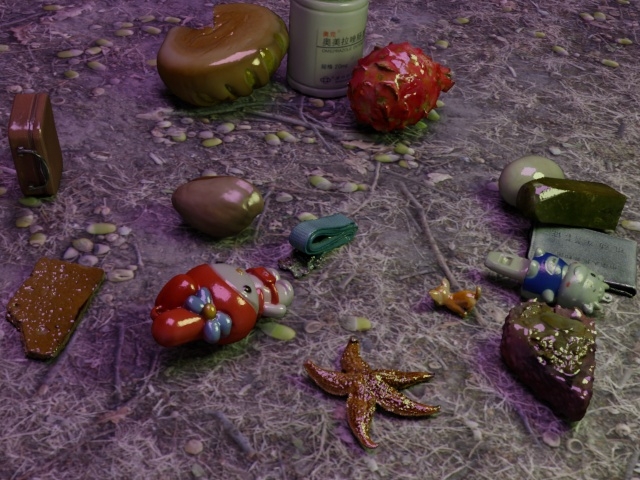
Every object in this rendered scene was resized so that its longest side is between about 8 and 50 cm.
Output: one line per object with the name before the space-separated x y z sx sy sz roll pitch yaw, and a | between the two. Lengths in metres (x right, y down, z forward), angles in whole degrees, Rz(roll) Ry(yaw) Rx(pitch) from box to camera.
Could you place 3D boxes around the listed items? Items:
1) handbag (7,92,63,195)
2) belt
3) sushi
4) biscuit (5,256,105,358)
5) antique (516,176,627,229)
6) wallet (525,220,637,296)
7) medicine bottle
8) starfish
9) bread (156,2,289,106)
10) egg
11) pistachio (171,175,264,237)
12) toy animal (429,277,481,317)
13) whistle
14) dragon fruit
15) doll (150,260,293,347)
handbag | -0.570 -0.187 1.915 0.072 0.193 0.151 0 42 -5
belt | 0.004 0.002 1.856 0.065 0.100 0.179 31 29 30
sushi | 0.383 0.193 1.623 0.161 0.107 0.241 10 38 12
biscuit | -0.477 0.117 1.672 0.131 0.026 0.237 9 39 7
antique | 0.506 -0.078 1.954 0.221 0.080 0.081 5 21 -24
wallet | 0.519 0.029 1.903 0.222 0.036 0.167 14 38 10
medicine bottle | 0.018 -0.534 2.320 0.190 0.332 0.190 3 38 -3
starfish | 0.083 0.244 1.570 0.227 0.043 0.240 3 40 -2
bread | -0.224 -0.436 2.289 0.333 0.160 0.333 -7 42 7
egg | 0.448 -0.123 2.026 0.152 0.114 0.114 -10 40 -27
pistachio | -0.199 -0.071 1.870 0.185 0.124 0.124 14 38 10
toy animal | 0.244 0.099 1.752 0.083 0.081 0.060 33 44 2
whistle | 0.428 0.069 1.793 0.244 0.092 0.110 21 51 17
dragon fruit | 0.188 -0.363 2.231 0.268 0.205 0.210 -17 36 -23
doll | -0.177 0.108 1.635 0.290 0.130 0.161 -13 45 -44
